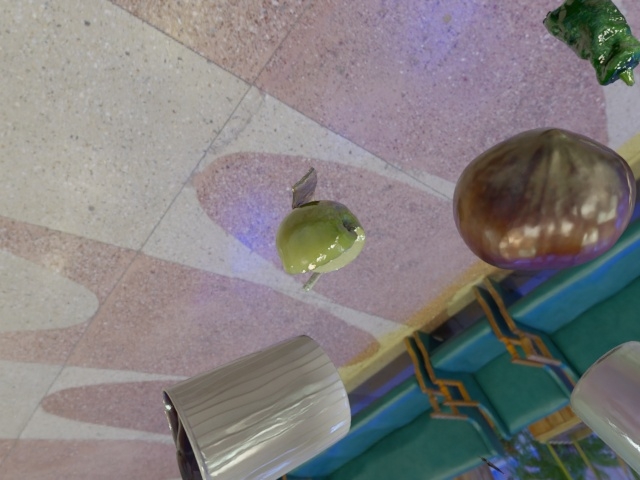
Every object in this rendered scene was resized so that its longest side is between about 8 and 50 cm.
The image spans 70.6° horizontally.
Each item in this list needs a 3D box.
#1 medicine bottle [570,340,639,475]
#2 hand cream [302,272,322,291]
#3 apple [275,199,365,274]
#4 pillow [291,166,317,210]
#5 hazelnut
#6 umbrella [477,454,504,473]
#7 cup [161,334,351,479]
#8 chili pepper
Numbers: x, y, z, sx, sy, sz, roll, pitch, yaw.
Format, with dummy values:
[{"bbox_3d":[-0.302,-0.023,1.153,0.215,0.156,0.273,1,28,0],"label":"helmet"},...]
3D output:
[{"bbox_3d":[0.705,0.391,0.851,0.219,0.388,0.219,-14,125,-21],"label":"medicine bottle"},{"bbox_3d":[-0.036,0.185,2.099,0.061,0.143,0.039,-12,118,44],"label":"hand cream"},{"bbox_3d":[-0.006,-0.018,1.498,0.258,0.233,0.295,-34,166,28],"label":"apple"},{"bbox_3d":[-0.060,-0.164,1.646,0.126,0.043,0.232,-44,166,-19],"label":"pillow"},{"bbox_3d":[0.538,-0.093,1.108,0.409,0.359,0.359,-9,141,14],"label":"hazelnut"},{"bbox_3d":[0.522,0.689,1.393,0.022,0.122,0.013,37,79,-12],"label":"umbrella"},{"bbox_3d":[-0.123,0.311,0.792,0.273,0.208,0.288,-17,163,-29],"label":"cup"},{"bbox_3d":[0.656,-0.471,1.064,0.099,0.270,0.136,2,148,-47],"label":"chili pepper"}]
